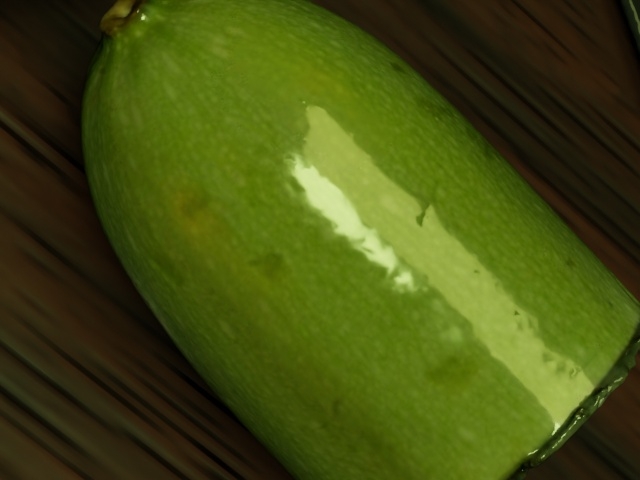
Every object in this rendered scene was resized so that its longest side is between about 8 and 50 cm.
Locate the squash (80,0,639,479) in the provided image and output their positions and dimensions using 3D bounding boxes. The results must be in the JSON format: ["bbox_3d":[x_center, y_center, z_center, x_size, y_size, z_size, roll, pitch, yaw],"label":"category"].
[{"bbox_3d":[0.000,0.000,0.572,0.186,0.123,0.123,45,56,-9],"label":"squash"}]

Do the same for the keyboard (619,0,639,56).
[{"bbox_3d":[0.202,0.035,0.739,0.103,0.041,0.381,-13,74,-34],"label":"keyboard"}]
